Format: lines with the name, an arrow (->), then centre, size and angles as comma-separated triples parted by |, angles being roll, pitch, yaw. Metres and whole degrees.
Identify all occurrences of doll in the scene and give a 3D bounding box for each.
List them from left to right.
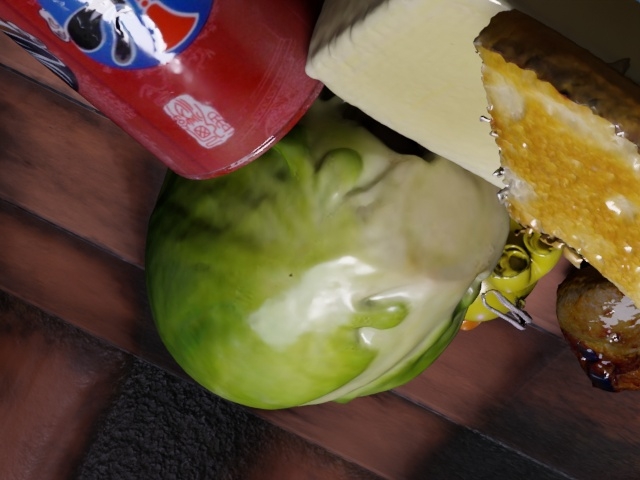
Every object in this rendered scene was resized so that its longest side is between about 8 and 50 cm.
doll -> 0.171, 0.025, 1.738 | 0.135, 0.143, 0.221 | 50, 163, 22

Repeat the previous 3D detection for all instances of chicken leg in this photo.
chicken leg -> 0.318, 0.088, 1.791 | 0.177, 0.083, 0.322 | 9, 158, 20

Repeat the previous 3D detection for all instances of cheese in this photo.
cheese -> 0.145, -0.145, 1.316 | 0.242, 0.124, 0.265 | 32, 160, -13

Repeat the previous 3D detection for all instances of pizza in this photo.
pizza -> 0.224, -0.021, 1.185 | 0.323, 0.089, 0.223 | 42, 163, 4

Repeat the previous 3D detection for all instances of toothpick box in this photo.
toothpick box -> -0.161, -0.220, 1.398 | 0.204, 0.204, 0.333 | 3, 151, 49

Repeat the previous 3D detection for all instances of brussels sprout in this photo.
brussels sprout -> 0.000, 0.000, 1.583 | 0.276, 0.315, 0.371 | 20, 178, -28
